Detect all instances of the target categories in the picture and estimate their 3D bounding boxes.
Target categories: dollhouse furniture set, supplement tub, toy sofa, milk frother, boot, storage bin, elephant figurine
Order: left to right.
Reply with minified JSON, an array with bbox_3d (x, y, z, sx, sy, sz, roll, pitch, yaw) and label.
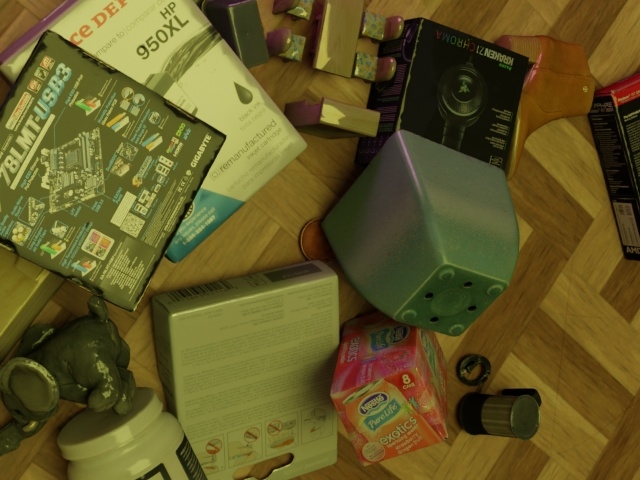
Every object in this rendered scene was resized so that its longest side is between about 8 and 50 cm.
[{"bbox_3d":[-0.535,0.122,1.527,0.150,0.177,0.362,35,77,1],"label":"toy sofa"},{"bbox_3d":[-0.412,0.208,1.560,0.239,0.169,0.186,-10,72,3],"label":"elephant figurine"},{"bbox_3d":[-0.279,0.389,1.632,0.191,0.191,0.272,-29,106,-22],"label":"supplement tub"},{"bbox_3d":[-0.130,-0.341,1.704,0.098,0.091,0.135,-21,112,-25],"label":"storage bin"},{"bbox_3d":[0.032,-0.302,1.759,0.212,0.161,0.242,11,88,-27],"label":"dollhouse furniture set"},{"bbox_3d":[0.334,0.295,1.966,0.143,0.135,0.129,51,58,-22],"label":"milk frother"},{"bbox_3d":[0.433,-0.250,2.000,0.211,0.104,0.295,5,87,-27],"label":"boot"}]

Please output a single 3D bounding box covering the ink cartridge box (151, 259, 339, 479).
[{"bbox_3d":[-0.119,0.246,1.786,0.308,0.091,0.385,-12,116,-26],"label":"ink cartridge box"}]

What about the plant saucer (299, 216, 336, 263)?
[{"bbox_3d":[0.000,0.000,1.847,0.083,0.013,0.083,-2,94,-28],"label":"plant saucer"}]

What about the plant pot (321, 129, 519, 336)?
[{"bbox_3d":[0.185,0.013,1.742,0.247,0.252,0.248,18,127,-30],"label":"plant pot"}]

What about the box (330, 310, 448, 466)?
[{"bbox_3d":[0.123,0.230,1.751,0.154,0.300,0.142,-20,105,13],"label":"box"}]

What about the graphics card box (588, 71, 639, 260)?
[{"bbox_3d":[0.700,-0.165,2.147,0.233,0.094,0.371,-25,103,-24],"label":"graphics card box"}]

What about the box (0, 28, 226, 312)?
[{"bbox_3d":[-0.326,-0.094,1.454,0.293,0.073,0.295,29,83,-19],"label":"box"}]

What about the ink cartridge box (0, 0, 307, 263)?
[{"bbox_3d":[-0.260,-0.208,1.597,0.285,0.166,0.395,-43,111,-8],"label":"ink cartridge box"}]

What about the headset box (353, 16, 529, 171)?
[{"bbox_3d":[0.216,-0.226,1.876,0.246,0.131,0.283,15,88,-26],"label":"headset box"}]

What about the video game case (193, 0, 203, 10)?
[{"bbox_3d":[-0.204,-0.429,1.713,0.166,0.015,0.119,-32,107,-22],"label":"video game case"}]
